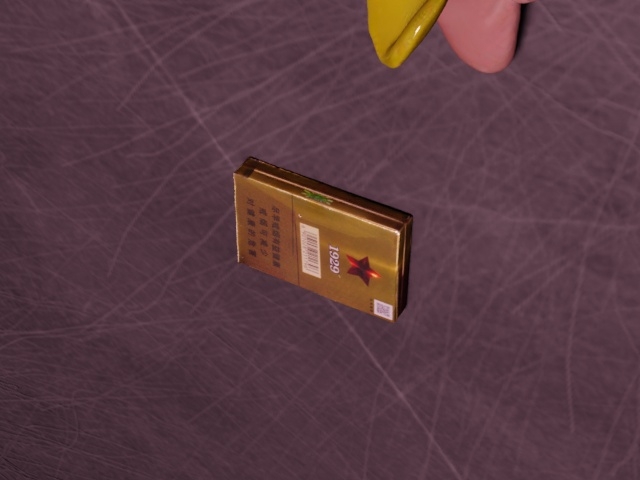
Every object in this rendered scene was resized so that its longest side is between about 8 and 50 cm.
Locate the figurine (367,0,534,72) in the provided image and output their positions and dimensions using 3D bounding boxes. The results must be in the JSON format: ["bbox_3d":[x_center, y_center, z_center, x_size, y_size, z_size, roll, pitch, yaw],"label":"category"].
[{"bbox_3d":[-0.021,-0.217,0.577,0.421,0.193,0.154,45,142,-20],"label":"figurine"}]

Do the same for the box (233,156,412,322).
[{"bbox_3d":[0.000,0.000,0.890,0.133,0.023,0.090,20,138,22],"label":"box"}]
